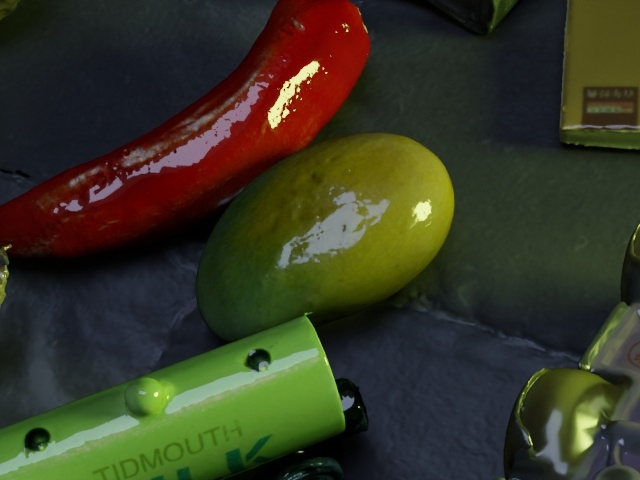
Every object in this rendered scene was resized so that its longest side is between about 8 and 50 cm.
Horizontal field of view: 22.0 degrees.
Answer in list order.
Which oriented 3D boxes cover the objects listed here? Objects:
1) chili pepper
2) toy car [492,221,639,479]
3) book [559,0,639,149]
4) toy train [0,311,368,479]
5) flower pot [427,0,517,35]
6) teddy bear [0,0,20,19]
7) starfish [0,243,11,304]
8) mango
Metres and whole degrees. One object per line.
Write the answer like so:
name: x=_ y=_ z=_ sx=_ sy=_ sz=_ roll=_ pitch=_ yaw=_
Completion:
chili pepper: x=-0.081 y=-0.090 z=1.187 sx=0.368 sy=0.092 sz=0.137 roll=-38 pitch=65 yaw=-22
toy car: x=0.266 y=0.130 z=0.934 sx=0.242 sy=0.226 sz=0.336 roll=6 pitch=37 yaw=34
book: x=0.326 y=-0.221 z=1.267 sx=0.269 sy=0.032 sz=0.389 roll=2 pitch=54 yaw=9
toy train: x=-0.094 y=0.127 z=0.996 sx=0.253 sy=0.157 sz=0.105 roll=-20 pitch=55 yaw=-7
flower pot: x=0.070 y=-0.261 z=1.287 sx=0.229 sy=0.103 sz=0.108 roll=27 pitch=63 yaw=24
teddy bear: x=-0.333 y=-0.239 z=1.321 sx=0.177 sy=0.140 sz=0.190 roll=13 pitch=32 yaw=-34
starfish: x=-0.315 y=0.102 z=1.092 sx=0.301 sy=0.084 sz=0.293 roll=14 pitch=59 yaw=22
mango: x=0.000 y=0.000 z=1.122 sx=0.195 sy=0.092 sz=0.130 roll=-41 pitch=61 yaw=-10
